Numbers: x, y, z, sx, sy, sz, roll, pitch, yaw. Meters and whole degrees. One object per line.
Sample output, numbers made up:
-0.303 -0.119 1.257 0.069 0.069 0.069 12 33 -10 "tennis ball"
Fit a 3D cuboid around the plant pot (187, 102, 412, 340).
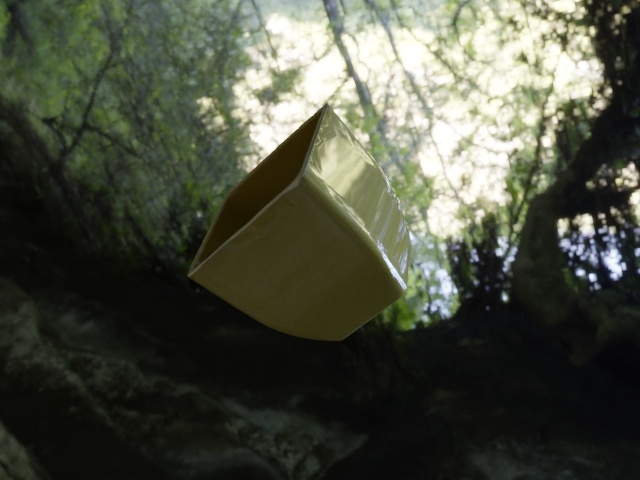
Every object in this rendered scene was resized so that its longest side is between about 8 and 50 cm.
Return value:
0.000 0.000 0.437 0.081 0.083 0.081 -40 -162 29 "plant pot"
